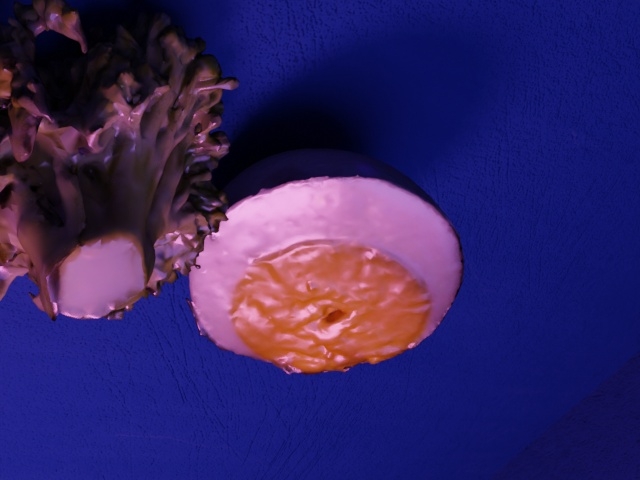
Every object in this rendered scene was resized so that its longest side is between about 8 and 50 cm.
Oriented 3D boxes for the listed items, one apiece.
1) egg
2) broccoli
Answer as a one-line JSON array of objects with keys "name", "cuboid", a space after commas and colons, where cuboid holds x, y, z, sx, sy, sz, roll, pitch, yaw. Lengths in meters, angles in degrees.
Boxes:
[{"name": "egg", "cuboid": [0.000, 0.000, 1.139, 0.337, 0.201, 0.337, -2, 129, -2]}, {"name": "broccoli", "cuboid": [-0.237, -0.065, 0.874, 0.335, 0.272, 0.323, -7, 100, -22]}]
